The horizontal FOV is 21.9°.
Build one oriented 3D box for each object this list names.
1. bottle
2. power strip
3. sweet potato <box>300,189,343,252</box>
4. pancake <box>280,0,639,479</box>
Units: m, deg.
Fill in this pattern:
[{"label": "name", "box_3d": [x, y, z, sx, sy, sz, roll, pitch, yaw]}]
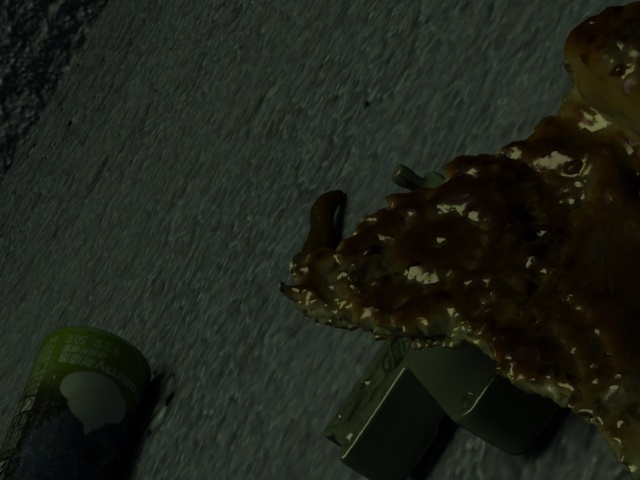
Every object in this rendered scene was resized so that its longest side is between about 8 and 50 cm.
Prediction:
[{"label": "bottle", "box_3d": [-0.214, 0.221, 1.226, 0.093, 0.093, 0.330, -39, 28, 48]}, {"label": "power strip", "box_3d": [0.054, 0.050, 0.824, 0.145, 0.061, 0.216, -58, 18, 5]}, {"label": "sweet potato", "box_3d": [0.000, 0.000, 1.101, 0.026, 0.026, 0.115, -48, 22, 33]}, {"label": "pancake", "box_3d": [0.085, 0.002, 0.673, 0.244, 0.057, 0.266, -12, 39, 22]}]
